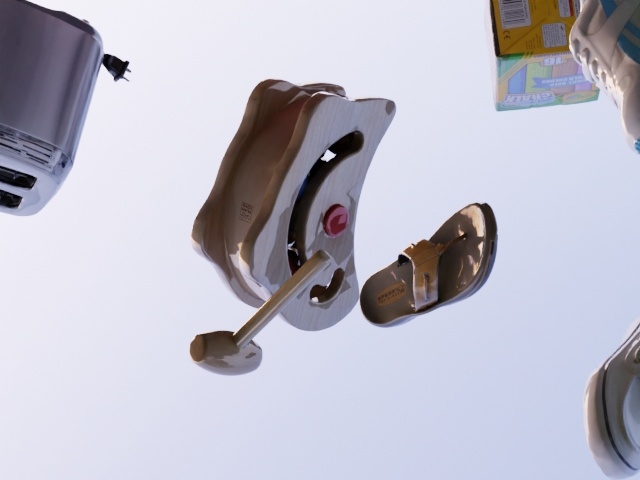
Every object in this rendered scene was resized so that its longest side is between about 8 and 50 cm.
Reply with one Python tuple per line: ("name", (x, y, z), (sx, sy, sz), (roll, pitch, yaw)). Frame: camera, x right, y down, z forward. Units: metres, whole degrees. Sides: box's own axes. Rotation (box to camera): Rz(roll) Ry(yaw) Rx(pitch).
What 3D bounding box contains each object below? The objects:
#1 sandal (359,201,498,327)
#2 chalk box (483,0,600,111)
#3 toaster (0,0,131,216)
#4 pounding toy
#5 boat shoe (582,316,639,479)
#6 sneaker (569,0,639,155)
("sandal", (0.105, 0.031, 1.342), (0.219, 0.060, 0.090), (-31, -116, 43))
("chalk box", (0.267, -0.239, 1.506), (0.132, 0.213, 0.132), (-6, -105, 6))
("toaster", (-0.274, -0.116, 1.021), (0.129, 0.227, 0.147), (-35, -138, 53))
("pounding toy", (0.000, 0.000, 1.062), (0.154, 0.154, 0.270), (22, -93, 41))
("boat shoe", (0.293, 0.118, 1.102), (0.075, 0.083, 0.226), (-30, -166, 37))
("sneaker", (0.287, -0.164, 1.180), (0.092, 0.087, 0.229), (-15, -133, 25))
